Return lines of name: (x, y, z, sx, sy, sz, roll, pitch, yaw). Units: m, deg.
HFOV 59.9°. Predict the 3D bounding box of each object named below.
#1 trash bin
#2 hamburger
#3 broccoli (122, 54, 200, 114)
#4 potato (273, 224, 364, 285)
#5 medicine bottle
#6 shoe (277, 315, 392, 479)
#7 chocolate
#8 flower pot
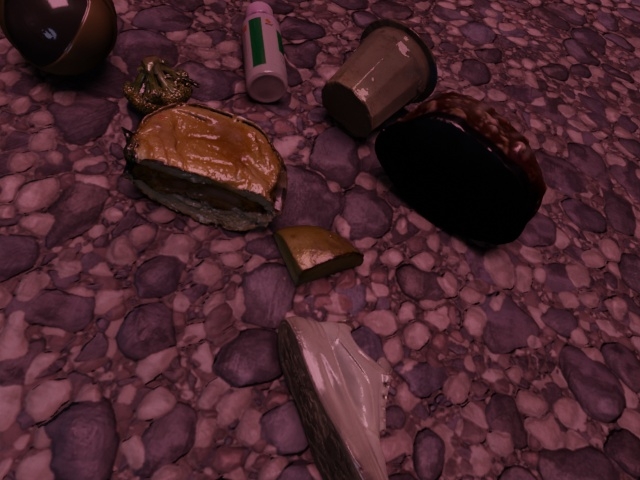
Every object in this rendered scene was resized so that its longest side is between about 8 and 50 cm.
trash bin: (-0.520, -0.473, 1.100, 0.214, 0.214, 0.334, -7, 56, -20)
hamburger: (-0.201, -0.154, 1.024, 0.308, 0.133, 0.211, 17, 54, -5)
broccoli: (-0.320, -0.303, 1.100, 0.130, 0.120, 0.131, -35, 47, -25)
potato: (0.000, 0.000, 1.013, 0.149, 0.081, 0.120, -17, 65, -25)
medicine bottle: (-0.130, -0.433, 1.256, 0.095, 0.095, 0.260, 1, 59, -15)
shoe: (0.055, 0.243, 0.846, 0.159, 0.124, 0.317, -12, 61, -30)
chocolate: (0.302, -0.167, 1.132, 0.340, 0.225, 0.210, 38, 48, 7)
flower pot: (0.113, -0.339, 1.219, 0.212, 0.212, 0.202, 40, 70, 12)
